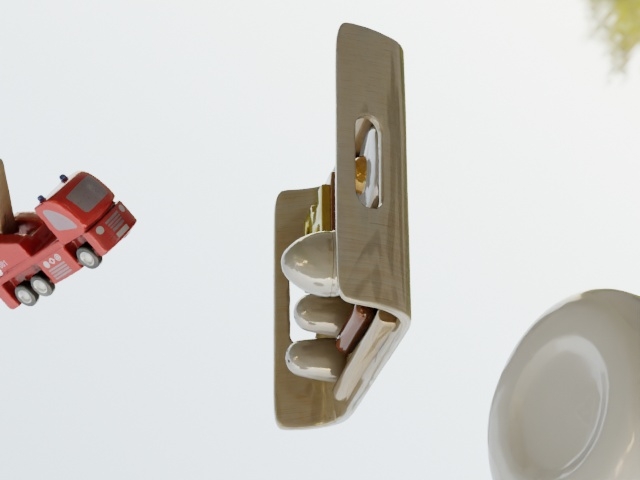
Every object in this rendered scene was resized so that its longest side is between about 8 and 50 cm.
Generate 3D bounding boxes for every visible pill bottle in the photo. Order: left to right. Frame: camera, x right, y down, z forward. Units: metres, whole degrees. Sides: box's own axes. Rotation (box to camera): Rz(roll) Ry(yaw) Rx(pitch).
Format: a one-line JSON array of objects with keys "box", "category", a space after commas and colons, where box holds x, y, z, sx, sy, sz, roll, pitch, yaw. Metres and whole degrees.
[{"box": [0.290, 0.157, 1.270, 0.323, 0.181, 0.181, 18, -150, -29], "category": "pill bottle"}]

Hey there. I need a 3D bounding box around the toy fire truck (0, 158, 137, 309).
[{"box": [-0.236, -0.020, 1.327, 0.135, 0.192, 0.047, 50, -134, -12], "category": "toy fire truck"}]

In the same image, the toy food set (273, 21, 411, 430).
[{"box": [0.000, 0.000, 1.399, 0.092, 0.306, 0.220, 4, -114, -11], "category": "toy food set"}]
